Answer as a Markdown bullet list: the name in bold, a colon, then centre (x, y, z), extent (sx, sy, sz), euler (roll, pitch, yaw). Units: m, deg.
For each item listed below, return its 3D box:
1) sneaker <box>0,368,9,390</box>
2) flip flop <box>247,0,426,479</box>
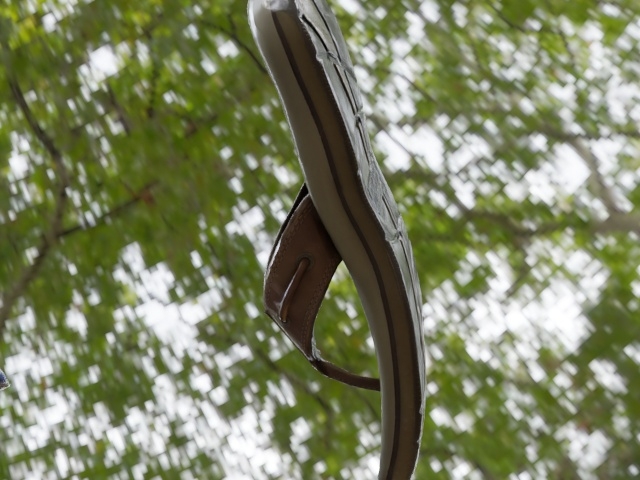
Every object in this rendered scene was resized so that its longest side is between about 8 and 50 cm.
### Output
- **sneaker**: centre (-0.242, 0.008, 0.750), extent (0.127, 0.315, 0.182), euler (-26, -93, 9)
- **flip flop**: centre (0.000, 0.000, 1.020), extent (0.080, 0.112, 0.277), euler (-16, -75, 8)
